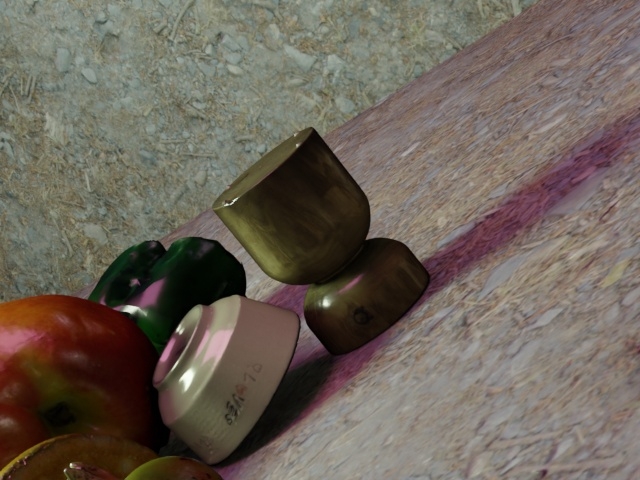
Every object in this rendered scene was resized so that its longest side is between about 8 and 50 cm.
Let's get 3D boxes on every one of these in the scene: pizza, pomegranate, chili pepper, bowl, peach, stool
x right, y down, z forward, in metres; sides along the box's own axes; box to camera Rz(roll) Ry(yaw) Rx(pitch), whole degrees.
[{"bbox_3d":[-0.284,0.338,1.575,0.292,0.197,0.058,4,-22,-45],"label":"pizza"},{"bbox_3d":[-0.179,0.294,1.322,0.159,0.205,0.159,-63,-4,-8],"label":"pomegranate"},{"bbox_3d":[-0.248,0.126,2.083,0.248,0.233,0.257,-15,24,26],"label":"chili pepper"},{"bbox_3d":[-0.139,0.169,1.683,0.238,0.126,0.238,-52,16,22],"label":"bowl"},{"bbox_3d":[-0.367,0.240,1.772,0.310,0.335,0.406,-9,-7,-3],"label":"peach"},{"bbox_3d":[0.000,0.000,1.719,0.179,0.264,0.179,-37,11,9],"label":"stool"}]
